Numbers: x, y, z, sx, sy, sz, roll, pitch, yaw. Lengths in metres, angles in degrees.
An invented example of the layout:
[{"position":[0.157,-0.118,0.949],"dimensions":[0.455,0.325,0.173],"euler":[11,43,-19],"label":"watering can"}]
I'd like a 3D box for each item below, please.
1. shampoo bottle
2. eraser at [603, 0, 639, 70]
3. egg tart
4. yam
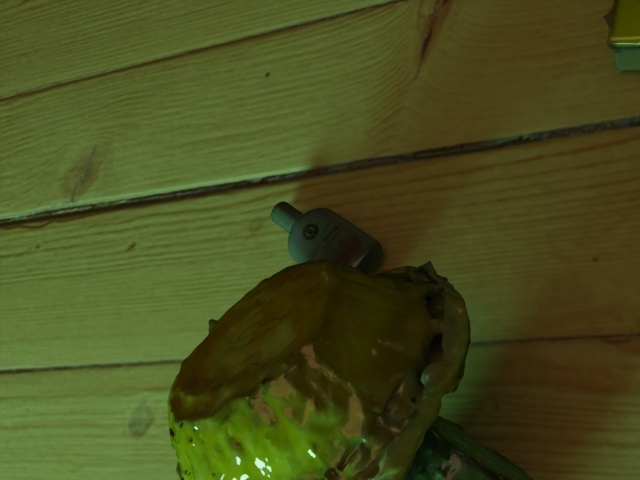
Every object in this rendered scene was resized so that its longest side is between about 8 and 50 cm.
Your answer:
[{"position":[0.000,0.000,1.163],"dimensions":[0.165,0.040,0.080],"euler":[36,89,37],"label":"shampoo bottle"},{"position":[0.437,-0.269,1.024],"dimensions":[0.226,0.069,0.158],"euler":[5,71,32],"label":"eraser"},{"position":[-0.026,0.149,0.939],"dimensions":[0.388,0.169,0.388],"euler":[-38,21,17],"label":"egg tart"},{"position":[0.079,0.298,0.895],"dimensions":[0.161,0.161,0.268],"euler":[34,83,38],"label":"yam"}]
